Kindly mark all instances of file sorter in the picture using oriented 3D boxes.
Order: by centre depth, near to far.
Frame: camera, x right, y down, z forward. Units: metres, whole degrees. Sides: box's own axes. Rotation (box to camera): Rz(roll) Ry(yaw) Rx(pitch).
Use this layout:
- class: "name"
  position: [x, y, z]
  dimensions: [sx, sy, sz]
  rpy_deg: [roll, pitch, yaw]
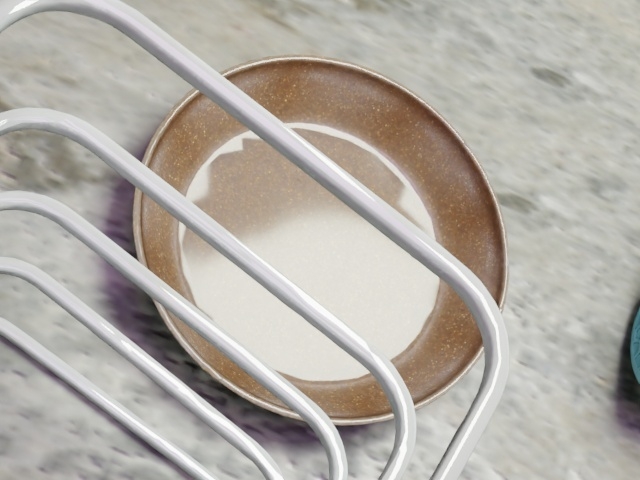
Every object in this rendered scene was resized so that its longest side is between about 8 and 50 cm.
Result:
- class: "file sorter"
  position: [-0.094, 0.083, 0.403]
  dimensions: [0.193, 0.277, 0.173]
  rpy_deg: [38, 58, -2]

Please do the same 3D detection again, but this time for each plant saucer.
- class: "plant saucer"
  position: [0.000, 0.000, 0.601]
  dimensions: [0.198, 0.036, 0.198]
  rpy_deg: [7, 68, -17]

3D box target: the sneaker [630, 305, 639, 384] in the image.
- class: "sneaker"
  position: [0.336, 0.005, 0.598]
  dimensions: [0.208, 0.319, 0.127]
  rpy_deg: [32, 29, -13]
